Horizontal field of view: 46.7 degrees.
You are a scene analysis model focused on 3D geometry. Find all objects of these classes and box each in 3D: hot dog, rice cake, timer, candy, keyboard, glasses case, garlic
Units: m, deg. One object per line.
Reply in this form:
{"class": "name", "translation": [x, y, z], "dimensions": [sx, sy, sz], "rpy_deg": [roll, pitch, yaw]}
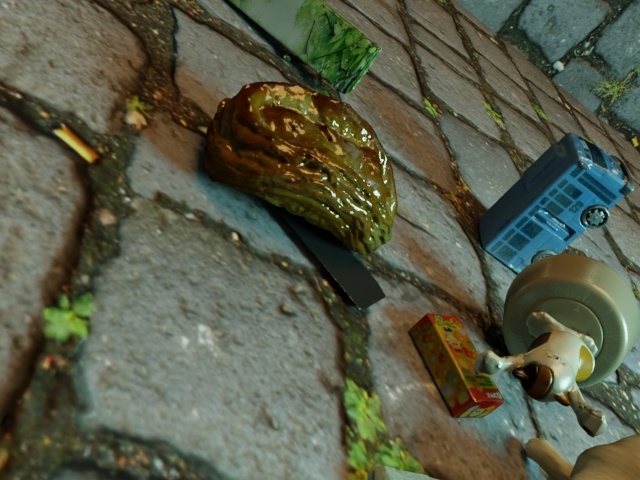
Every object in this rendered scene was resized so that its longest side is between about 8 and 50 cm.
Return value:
{"class": "hot dog", "translation": [0.000, -0.088, 0.860], "dimensions": [0.259, 0.114, 0.175], "rpy_deg": [25, 38, -25]}
{"class": "rice cake", "translation": [0.111, 0.240, 0.686], "dimensions": [0.171, 0.029, 0.033], "rpy_deg": [24, 31, -31]}
{"class": "timer", "translation": [0.285, 0.133, 0.893], "dimensions": [0.175, 0.175, 0.266], "rpy_deg": [47, 28, 6]}
{"class": "candy", "translation": [0.157, 0.144, 0.861], "dimensions": [0.062, 0.038, 0.122], "rpy_deg": [13, 42, -44]}
{"class": "keyboard", "translation": [-0.001, 0.001, 0.878], "dimensions": [0.196, 0.015, 0.074], "rpy_deg": [49, 33, 11]}
{"class": "glasses case", "translation": [-0.034, -0.360, 1.207], "dimensions": [0.272, 0.095, 0.062], "rpy_deg": [41, 21, 4]}
{"class": "garlic", "translation": [0.284, 0.275, 0.772], "dimensions": [0.199, 0.199, 0.226], "rpy_deg": [23, 2, -33]}

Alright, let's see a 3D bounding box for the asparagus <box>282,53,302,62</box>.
{"class": "asparagus", "translation": [-0.017, -0.306, 1.267], "dimensions": [0.016, 0.013, 0.166], "rpy_deg": [43, 26, 22]}

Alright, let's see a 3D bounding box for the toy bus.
{"class": "toy bus", "translation": [0.376, -0.059, 1.209], "dimensions": [0.133, 0.234, 0.116], "rpy_deg": [35, 30, -12]}
